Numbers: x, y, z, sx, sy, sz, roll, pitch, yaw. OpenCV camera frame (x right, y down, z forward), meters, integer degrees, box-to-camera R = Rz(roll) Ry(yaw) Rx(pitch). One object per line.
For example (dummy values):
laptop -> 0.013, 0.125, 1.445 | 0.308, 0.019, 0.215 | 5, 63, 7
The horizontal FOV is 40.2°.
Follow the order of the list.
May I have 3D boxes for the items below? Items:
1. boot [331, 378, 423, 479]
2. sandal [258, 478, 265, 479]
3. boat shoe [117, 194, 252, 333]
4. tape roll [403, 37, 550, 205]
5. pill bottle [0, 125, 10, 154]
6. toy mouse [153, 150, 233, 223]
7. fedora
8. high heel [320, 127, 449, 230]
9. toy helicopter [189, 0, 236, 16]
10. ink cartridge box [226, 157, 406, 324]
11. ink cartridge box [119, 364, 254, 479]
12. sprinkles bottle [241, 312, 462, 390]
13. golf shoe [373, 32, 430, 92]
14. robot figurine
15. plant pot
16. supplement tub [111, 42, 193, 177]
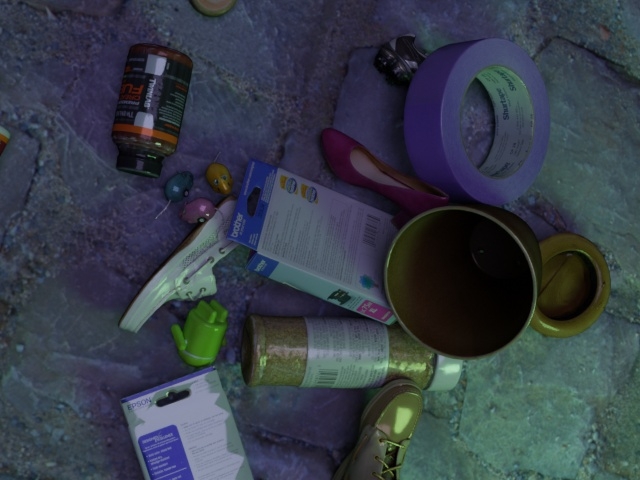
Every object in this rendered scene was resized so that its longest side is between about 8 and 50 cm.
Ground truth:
boot -> 0.106, 0.369, 1.378 | 0.095, 0.203, 0.262 | 23, 106, -18
sandal -> 0.003, 0.480, 1.439 | 0.076, 0.102, 0.265 | -40, 97, -9
boat shoe -> -0.203, 0.054, 1.394 | 0.096, 0.098, 0.277 | 44, 78, -9
tape roll -> 0.268, -0.198, 1.475 | 0.274, 0.090, 0.275 | -4, 96, -37
pill bottle -> -0.538, -0.115, 1.316 | 0.086, 0.086, 0.152 | 28, 83, -13
toy mouse -> -0.207, -0.074, 1.392 | 0.143, 0.161, 0.031 | -25, 139, -2
fedora -> 0.422, 0.080, 1.568 | 0.194, 0.079, 0.194 | 1, 87, -16
high heel -> 0.104, -0.118, 1.446 | 0.082, 0.117, 0.244 | -32, 78, -40
toy helicopter -> -0.091, -0.517, 1.440 | 0.235, 0.140, 0.355 | 31, 92, -21
ink cartridge box -> 0.000, 0.000, 1.427 | 0.311, 0.065, 0.186 | 24, 50, -15
ink cartridge box -> -0.197, 0.378, 1.409 | 0.165, 0.065, 0.333 | -17, 95, -14
sprinkles bottle -> 0.052, 0.185, 1.446 | 0.355, 0.121, 0.121 | 4, 88, -15
golf shoe -> 0.185, -0.271, 1.514 | 0.094, 0.077, 0.198 | -42, 100, -12
robot figurine -> -0.189, 0.153, 1.402 | 0.101, 0.067, 0.115 | -1, 119, -50
plant pot -> 0.261, 0.037, 1.406 | 0.237, 0.254, 0.237 | 8, 107, 27
supplement tub -> -0.268, -0.201, 1.378 | 0.106, 0.106, 0.198 | 11, 86, -14
